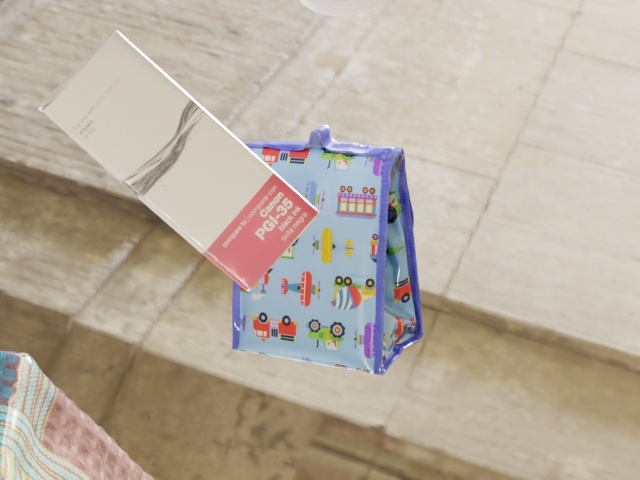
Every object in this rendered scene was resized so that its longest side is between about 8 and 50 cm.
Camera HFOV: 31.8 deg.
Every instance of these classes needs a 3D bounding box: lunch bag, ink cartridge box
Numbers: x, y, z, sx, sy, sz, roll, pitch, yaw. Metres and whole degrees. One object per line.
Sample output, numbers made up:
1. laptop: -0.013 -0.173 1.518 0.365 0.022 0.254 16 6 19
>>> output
1. lunch bag: 0.000 0.000 1.425 0.138 0.220 0.293 -33 124 -56
2. ink cartridge box: -0.153 -0.085 1.223 0.117 0.283 0.207 -48 -172 -3

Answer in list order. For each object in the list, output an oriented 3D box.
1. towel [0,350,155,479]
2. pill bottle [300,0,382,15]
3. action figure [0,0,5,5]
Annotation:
1. towel: -0.113 0.263 0.642 0.271 0.040 0.370 55 13 -37
2. pill bottle: 0.001 -0.377 1.253 0.136 0.136 0.246 89 -15 -50
3. action figure: -0.486 -0.326 1.430 0.164 0.140 0.276 53 19 -65
